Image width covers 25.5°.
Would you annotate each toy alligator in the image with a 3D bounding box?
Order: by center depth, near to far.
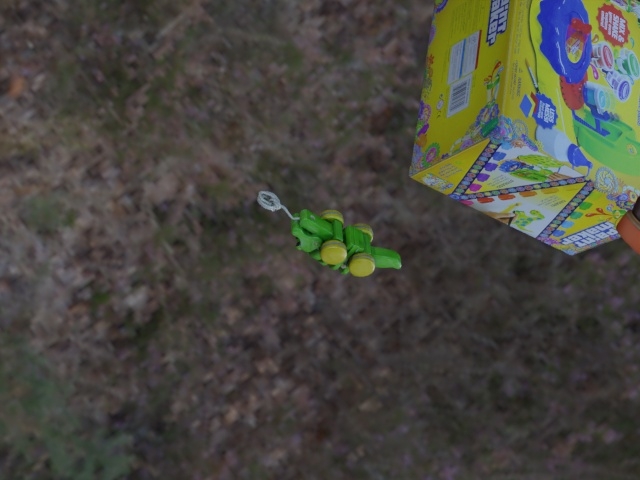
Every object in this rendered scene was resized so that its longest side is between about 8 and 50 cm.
[{"bbox_3d":[0.000,0.000,1.515,0.190,0.056,0.051,24,130,-26],"label":"toy alligator"}]

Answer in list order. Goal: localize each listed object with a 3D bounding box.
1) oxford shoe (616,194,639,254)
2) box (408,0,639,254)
[{"bbox_3d":[0.430,0.023,1.477,0.097,0.271,0.098,4,121,-50],"label":"oxford shoe"},{"bbox_3d":[0.288,-0.178,1.789,0.279,0.289,0.177,24,152,-28],"label":"box"}]
